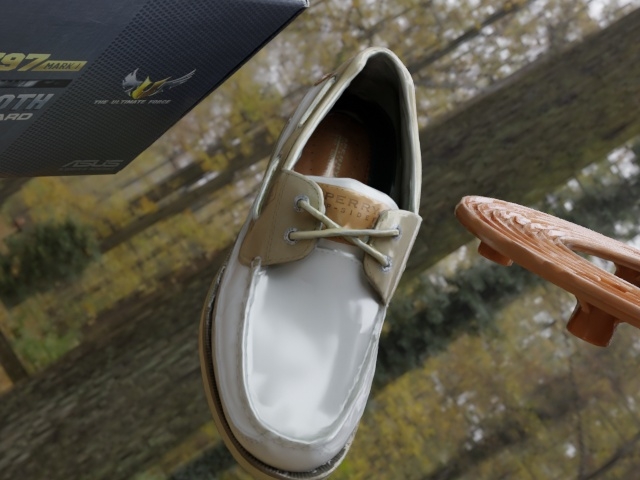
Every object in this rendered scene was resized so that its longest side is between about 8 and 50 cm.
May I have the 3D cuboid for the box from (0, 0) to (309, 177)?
[{"bbox_3d":[-0.147,-0.092,0.537,0.183,0.232,0.059,-34,-108,39],"label":"box"}]

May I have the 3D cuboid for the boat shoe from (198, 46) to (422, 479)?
[{"bbox_3d":[0.000,0.000,0.705,0.103,0.113,0.302,122,-19,-49],"label":"boat shoe"}]

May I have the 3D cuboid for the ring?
[{"bbox_3d":[0.223,0.055,0.601,0.336,0.032,0.336,22,11,-4],"label":"ring"}]
